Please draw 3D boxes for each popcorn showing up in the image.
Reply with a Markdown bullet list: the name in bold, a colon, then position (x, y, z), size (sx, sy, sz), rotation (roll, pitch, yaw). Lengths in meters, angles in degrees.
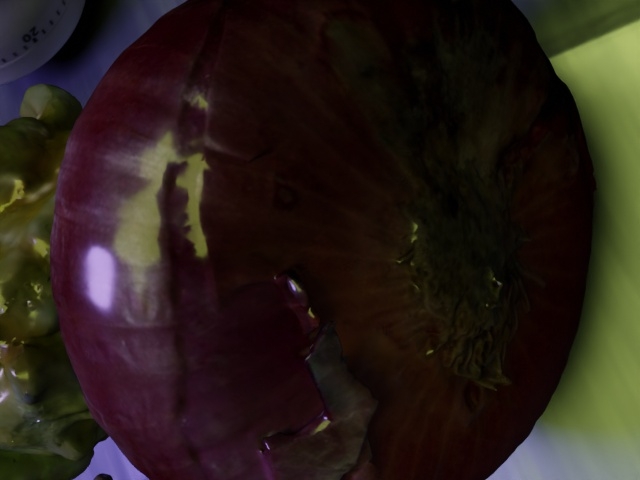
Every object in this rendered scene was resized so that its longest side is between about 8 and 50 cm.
- **popcorn**: position (-0.219, 0.044, 0.623), size (0.274, 0.335, 0.279), rotation (29, 142, 42)

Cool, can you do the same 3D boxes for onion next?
- **onion**: position (0.000, 0.000, 0.481), size (0.285, 0.347, 0.347), rotation (3, 90, 56)

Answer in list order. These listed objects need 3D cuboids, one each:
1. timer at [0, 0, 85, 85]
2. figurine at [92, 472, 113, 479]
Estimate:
- **timer**: position (-0.355, -0.262, 0.781), size (0.233, 0.240, 0.233), rotation (0, 77, 2)
- **figurine**: position (-0.297, 0.384, 0.735), size (0.207, 0.166, 0.387), rotation (19, 97, -5)
